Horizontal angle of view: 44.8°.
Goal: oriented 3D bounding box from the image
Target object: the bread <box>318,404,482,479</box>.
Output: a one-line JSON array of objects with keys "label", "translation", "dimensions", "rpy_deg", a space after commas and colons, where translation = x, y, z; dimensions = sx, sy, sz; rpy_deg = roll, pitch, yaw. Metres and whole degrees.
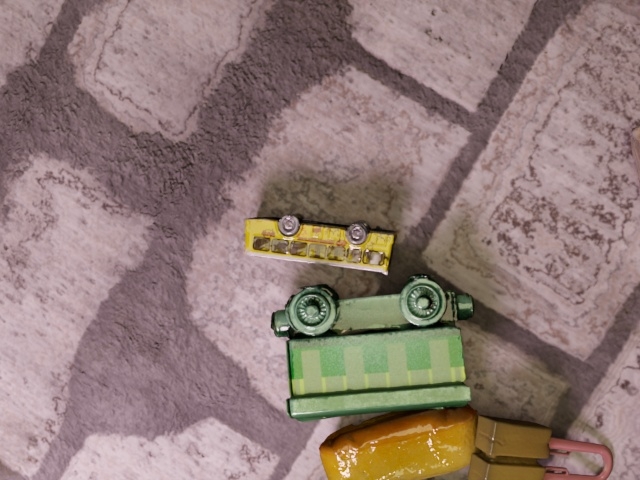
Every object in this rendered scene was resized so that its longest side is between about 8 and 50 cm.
[{"label": "bread", "translation": [0.120, 0.301, 1.157], "dimensions": [0.245, 0.102, 0.095], "rpy_deg": [-16, 96, 9]}]

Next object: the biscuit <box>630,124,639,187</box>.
[{"label": "biscuit", "translation": [0.559, 0.025, 1.103], "dimensions": [0.143, 0.078, 0.427], "rpy_deg": [-14, 89, 8]}]

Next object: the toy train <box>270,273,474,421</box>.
[{"label": "toy train", "translation": [0.078, 0.154, 1.138], "dimensions": [0.300, 0.120, 0.203], "rpy_deg": [-6, 83, 6]}]

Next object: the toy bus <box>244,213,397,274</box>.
[{"label": "toy bus", "translation": [0.000, 0.000, 1.171], "dimensions": [0.226, 0.081, 0.074], "rpy_deg": [7, 93, 7]}]

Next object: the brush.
[{"label": "brush", "translation": [0.329, 0.318, 1.126], "dimensions": [0.233, 0.047, 0.103], "rpy_deg": [11, 88, -21]}]
